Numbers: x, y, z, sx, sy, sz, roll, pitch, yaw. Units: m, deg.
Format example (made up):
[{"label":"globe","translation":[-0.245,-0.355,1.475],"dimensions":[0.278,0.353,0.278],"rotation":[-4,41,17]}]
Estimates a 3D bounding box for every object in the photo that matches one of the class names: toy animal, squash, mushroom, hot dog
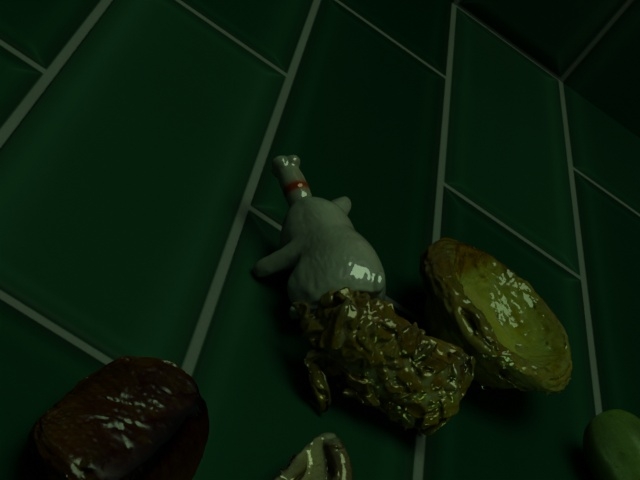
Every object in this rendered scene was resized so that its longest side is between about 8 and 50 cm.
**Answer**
[{"label":"toy animal","translation":[-0.006,0.014,1.880],"dimensions":[0.140,0.138,0.282],"rotation":[27,21,-39]},{"label":"squash","translation":[0.483,0.395,1.922],"dimensions":[0.118,0.118,0.370],"rotation":[13,38,-41]},{"label":"mushroom","translation":[-0.025,0.286,1.489],"dimensions":[0.094,0.072,0.210],"rotation":[40,30,7]},{"label":"hot dog","translation":[-0.201,0.203,1.365],"dimensions":[0.160,0.099,0.227],"rotation":[43,28,7]}]

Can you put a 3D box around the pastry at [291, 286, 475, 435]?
[{"label":"pastry","translation":[0.071,0.158,1.751],"dimensions":[0.250,0.154,0.102],"rotation":[29,9,-22]}]

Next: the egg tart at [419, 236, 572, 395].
[{"label":"egg tart","translation":[0.241,0.126,2.026],"dimensions":[0.294,0.123,0.294],"rotation":[34,26,-19]}]
